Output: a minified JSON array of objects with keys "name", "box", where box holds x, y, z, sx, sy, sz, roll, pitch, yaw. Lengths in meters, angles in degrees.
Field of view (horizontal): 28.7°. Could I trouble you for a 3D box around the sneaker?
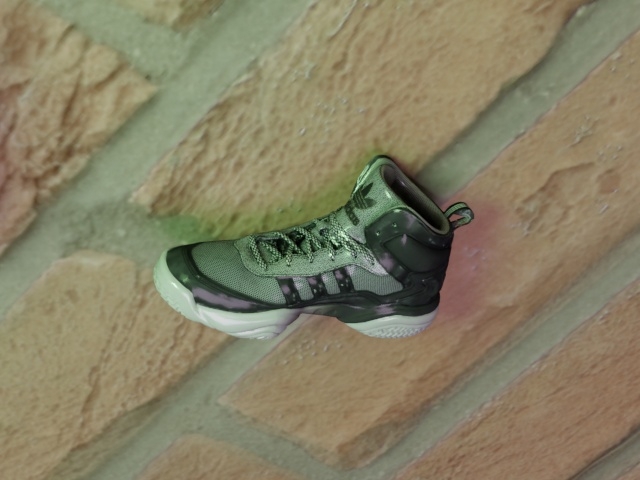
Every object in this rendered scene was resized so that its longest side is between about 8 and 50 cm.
[{"name":"sneaker","box":[0.000,0.000,1.058,0.268,0.101,0.153,5,129,-26]}]
